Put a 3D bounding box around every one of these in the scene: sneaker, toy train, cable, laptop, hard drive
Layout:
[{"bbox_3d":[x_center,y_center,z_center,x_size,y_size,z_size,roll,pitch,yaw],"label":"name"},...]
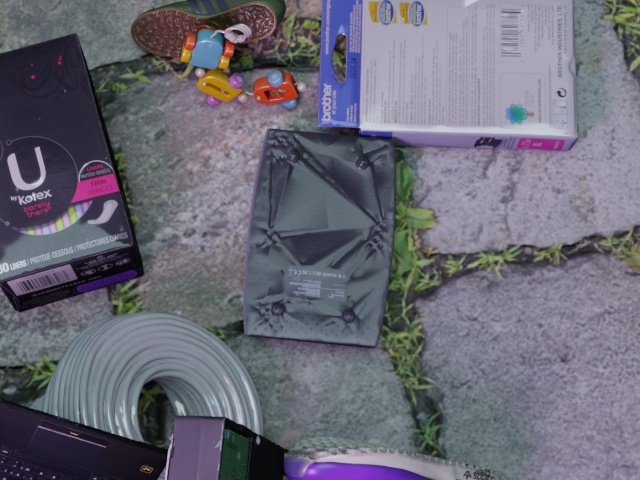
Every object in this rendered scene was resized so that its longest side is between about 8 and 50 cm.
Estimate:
[{"bbox_3d":[-0.129,-0.271,2.008,0.192,0.086,0.064,-4,114,22],"label":"sneaker"},{"bbox_3d":[0.079,0.298,1.763,0.293,0.102,0.146,17,81,-38],"label":"sneaker"},{"bbox_3d":[-0.095,-0.214,1.958,0.125,0.166,0.046,-12,55,20],"label":"toy train"},{"bbox_3d":[-0.179,0.198,1.790,0.257,0.089,0.257,42,49,-20],"label":"cable"},{"bbox_3d":[-0.305,0.294,1.612,0.234,0.264,0.137,19,44,-15],"label":"laptop"},{"bbox_3d":[-0.077,0.326,1.693,0.064,0.339,0.237,0,74,18],"label":"hard drive"},{"bbox_3d":[0.000,0.000,1.932,0.172,0.054,0.255,5,74,1],"label":"hard drive"}]

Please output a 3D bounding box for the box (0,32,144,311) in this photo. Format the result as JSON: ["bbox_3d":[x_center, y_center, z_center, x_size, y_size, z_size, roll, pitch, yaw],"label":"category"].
[{"bbox_3d":[-0.319,-0.077,1.906,0.165,0.143,0.270,-16,74,-6],"label":"box"}]

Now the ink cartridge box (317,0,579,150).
[{"bbox_3d":[0.153,-0.207,1.990,0.311,0.065,0.186,2,74,-2],"label":"ink cartridge box"}]
